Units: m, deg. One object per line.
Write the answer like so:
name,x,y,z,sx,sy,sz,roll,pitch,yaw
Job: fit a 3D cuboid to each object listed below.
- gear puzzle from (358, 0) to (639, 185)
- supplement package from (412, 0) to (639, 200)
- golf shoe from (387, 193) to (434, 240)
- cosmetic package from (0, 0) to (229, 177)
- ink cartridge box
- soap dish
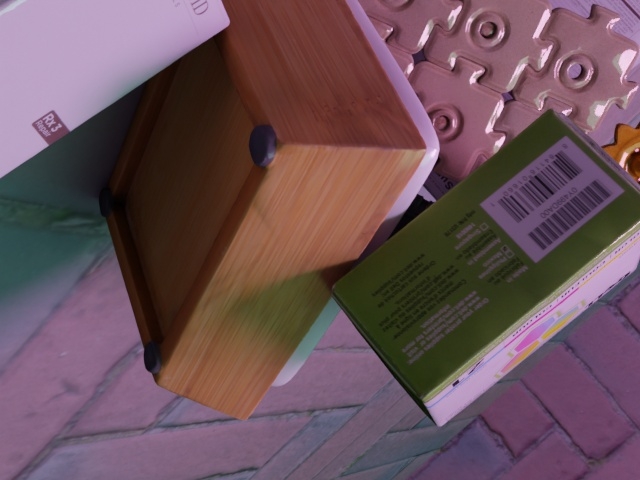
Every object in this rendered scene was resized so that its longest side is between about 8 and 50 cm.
gear puzzle,0.157,-0.121,0.741,0.044,0.339,0.175,-95,-151,-70
supplement package,0.170,-0.150,0.844,0.244,0.139,0.134,-41,172,8
golf shoe,0.000,0.000,0.856,0.273,0.105,0.120,-4,180,23
cosmetic package,-0.174,-0.115,0.508,0.231,0.085,0.117,-34,157,-5
ink cartridge box,0.130,0.045,0.672,0.189,0.097,0.255,-39,157,-3
soap dish,-0.057,-0.042,0.656,0.118,0.228,0.290,1,138,-32
